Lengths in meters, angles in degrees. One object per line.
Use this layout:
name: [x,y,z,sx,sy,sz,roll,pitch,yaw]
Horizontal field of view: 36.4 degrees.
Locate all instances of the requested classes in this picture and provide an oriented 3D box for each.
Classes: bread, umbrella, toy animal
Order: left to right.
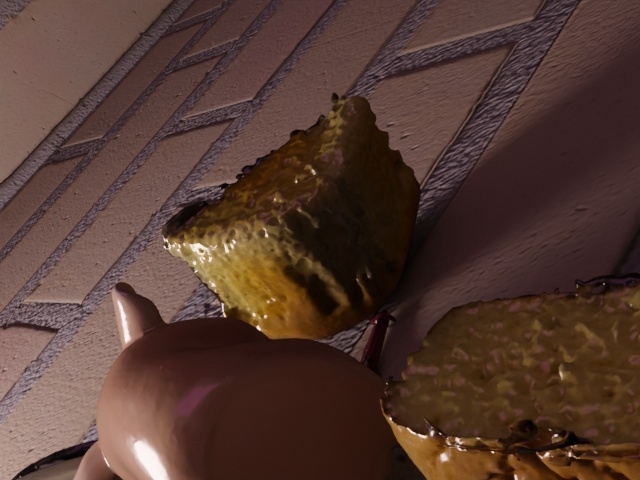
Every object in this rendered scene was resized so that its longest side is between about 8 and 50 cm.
toy animal: [-0.072,0.151,0.825,0.256,0.212,0.195,0,78,60]
bread: [0.000,0.000,1.001,0.262,0.204,0.162,-40,37,-6]
umbrella: [0.043,0.125,0.930,0.027,0.025,0.165,-58,6,44]
bread: [0.181,0.120,0.615,0.260,0.147,0.160,-13,28,35]

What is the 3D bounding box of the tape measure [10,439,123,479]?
tape measure: [-0.265,0.316,0.945,0.231,0.133,0.271,-12,36,33]
